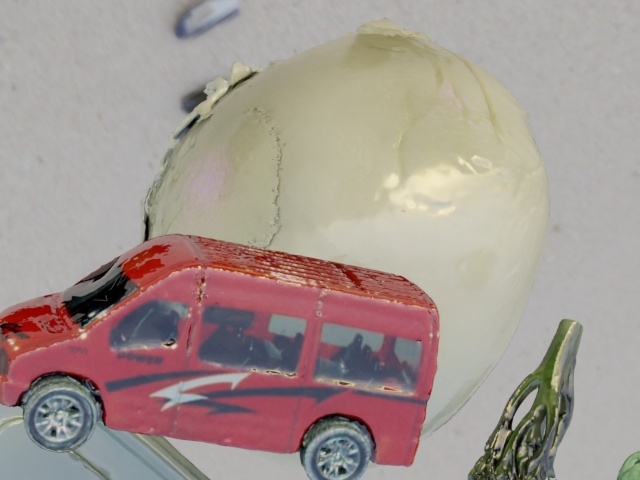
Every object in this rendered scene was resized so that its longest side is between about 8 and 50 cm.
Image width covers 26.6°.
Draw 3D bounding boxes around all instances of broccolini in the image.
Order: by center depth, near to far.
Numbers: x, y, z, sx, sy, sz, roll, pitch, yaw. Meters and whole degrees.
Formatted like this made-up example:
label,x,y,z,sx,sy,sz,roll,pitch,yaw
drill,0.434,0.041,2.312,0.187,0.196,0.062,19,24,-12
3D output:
label,x,y,z,sx,sy,sz,roll,pitch,yaw
broccolini,0.193,0.164,1.203,0.091,0.068,0.202,21,84,-7

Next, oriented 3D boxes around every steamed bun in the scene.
label,x,y,z,sx,sy,sz,roll,pitch,yaw
steamed bun,0.000,0.000,1.015,0.233,0.312,0.334,21,105,-25

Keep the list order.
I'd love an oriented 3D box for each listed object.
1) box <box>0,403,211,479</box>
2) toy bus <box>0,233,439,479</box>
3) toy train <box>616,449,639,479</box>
label,x,y,z,sx,sy,sz,roll,pitch,yaw
box,-0.139,0.199,0.784,0.294,0.167,0.193,43,81,-9
toy bus,-0.048,0.048,0.603,0.195,0.081,0.089,11,101,-17
toy train,0.176,0.189,0.659,0.083,0.132,0.200,-7,120,11
